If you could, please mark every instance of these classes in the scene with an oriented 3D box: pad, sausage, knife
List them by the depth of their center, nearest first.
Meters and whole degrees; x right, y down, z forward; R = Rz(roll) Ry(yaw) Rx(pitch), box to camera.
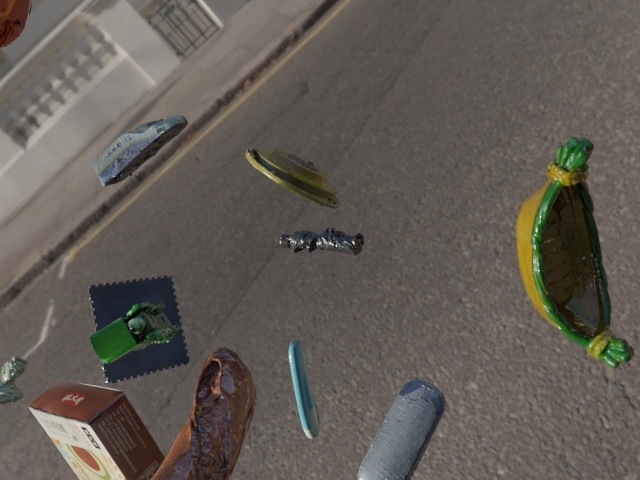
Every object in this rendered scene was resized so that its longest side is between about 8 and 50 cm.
[{"bbox_3d":[-0.131,0.226,0.676,0.079,0.087,0.326,-58,4,25],"label":"sausage"},{"bbox_3d":[-0.036,0.313,1.308,0.031,0.221,0.064,-4,14,26],"label":"knife"},{"bbox_3d":[-0.491,0.235,1.711,0.012,0.270,0.268,-19,80,40],"label":"pad"}]

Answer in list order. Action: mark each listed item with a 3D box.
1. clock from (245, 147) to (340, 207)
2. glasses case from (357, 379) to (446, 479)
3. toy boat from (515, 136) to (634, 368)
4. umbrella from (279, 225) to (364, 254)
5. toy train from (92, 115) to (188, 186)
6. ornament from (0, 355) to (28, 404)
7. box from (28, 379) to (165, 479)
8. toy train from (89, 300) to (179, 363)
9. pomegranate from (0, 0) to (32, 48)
[{"bbox_3d":[-0.050,-0.149,1.361,0.057,0.237,0.237,-60,26,13],"label":"clock"},{"bbox_3d":[0.182,0.443,1.389,0.109,0.067,0.282,25,76,23],"label":"glasses case"},{"bbox_3d":[0.248,0.014,0.613,0.089,0.229,0.088,-23,11,-25],"label":"toy boat"},{"bbox_3d":[0.001,-0.002,1.639,0.224,0.071,0.080,1,10,19],"label":"umbrella"},{"bbox_3d":[-0.288,-0.154,0.995,0.234,0.051,0.052,-26,3,43],"label":"toy train"},{"bbox_3d":[-0.508,0.236,1.002,0.069,0.041,0.092,-11,52,14],"label":"ornament"},{"bbox_3d":[-0.572,0.578,1.697,0.345,0.385,0.122,-5,27,42],"label":"box"},{"bbox_3d":[-0.341,0.173,1.174,0.119,0.085,0.251,-33,-4,-8],"label":"toy train"},{"bbox_3d":[-0.489,-0.335,0.799,0.210,0.210,0.235,-29,5,26],"label":"pomegranate"}]
